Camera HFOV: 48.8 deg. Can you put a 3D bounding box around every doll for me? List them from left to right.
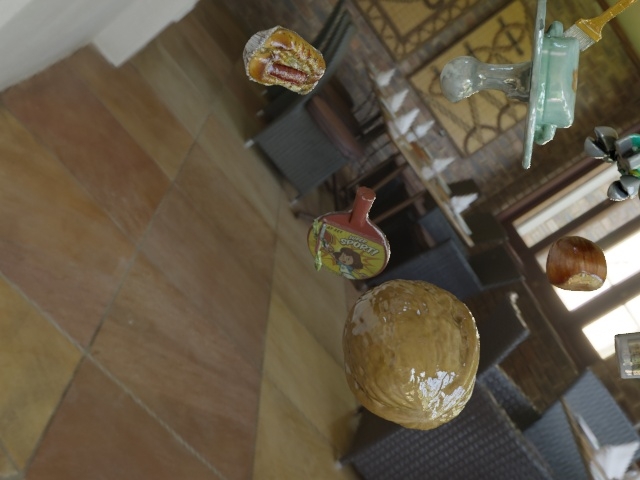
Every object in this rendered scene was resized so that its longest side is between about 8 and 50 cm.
[{"bbox_3d":[0.789,-0.185,1.828,0.258,0.153,0.194,42,21,-41],"label":"doll"}]

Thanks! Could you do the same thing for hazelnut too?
[{"bbox_3d":[0.655,0.059,1.801,0.150,0.150,0.150,50,15,-18],"label":"hazelnut"}]

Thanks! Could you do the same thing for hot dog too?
[{"bbox_3d":[-0.073,-0.388,1.544,0.069,0.131,0.253,43,19,25],"label":"hot dog"}]

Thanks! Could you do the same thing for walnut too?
[{"bbox_3d":[0.189,0.239,1.490,0.333,0.333,0.333,50,15,-18],"label":"walnut"}]

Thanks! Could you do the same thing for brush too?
[{"bbox_3d":[0.866,-0.678,2.117,0.103,0.272,0.013,27,49,-25],"label":"brush"}]

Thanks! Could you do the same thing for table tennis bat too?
[{"bbox_3d":[0.097,-0.014,2.177,0.268,0.414,0.051,22,52,4],"label":"table tennis bat"}]

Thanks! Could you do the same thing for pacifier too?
[{"bbox_3d":[0.378,-0.318,1.426,0.288,0.269,0.343,24,75,-74],"label":"pacifier"}]

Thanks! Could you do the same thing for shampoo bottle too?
[{"bbox_3d":[0.671,0.206,1.311,0.056,0.228,0.086,-12,96,-74],"label":"shampoo bottle"}]

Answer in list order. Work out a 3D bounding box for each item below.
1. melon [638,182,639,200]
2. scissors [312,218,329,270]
[{"bbox_3d":[0.623,-0.102,1.238,0.098,0.130,0.098,29,35,-23],"label":"melon"},{"bbox_3d":[0.000,0.000,1.742,0.187,0.020,0.133,131,-45,-77],"label":"scissors"}]
